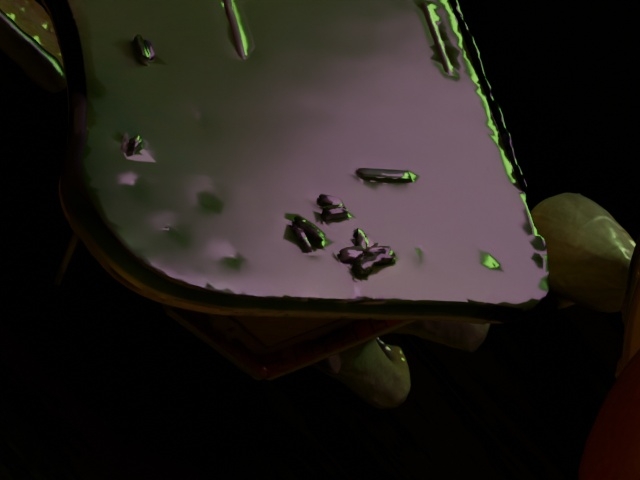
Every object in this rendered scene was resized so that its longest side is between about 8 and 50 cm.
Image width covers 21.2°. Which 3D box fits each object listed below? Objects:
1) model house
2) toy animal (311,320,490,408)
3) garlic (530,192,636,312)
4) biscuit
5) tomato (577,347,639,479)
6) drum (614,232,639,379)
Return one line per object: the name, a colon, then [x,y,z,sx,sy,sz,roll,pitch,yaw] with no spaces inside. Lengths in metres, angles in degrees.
model house: [-0.047,-0.052,0.782,0.207,0.154,0.294,2,53,-25]
toy animal: [0.000,0.000,0.918,0.101,0.103,0.219,11,37,-27]
garlic: [0.240,0.022,1.484,0.128,0.090,0.198,40,-13,-18]
biscuit: [-0.160,-0.115,0.889,0.083,0.018,0.081,44,13,-15]
tomato: [0.260,0.168,0.706,0.341,0.341,0.273,43,18,-14]
drum: [0.433,0.081,1.274,0.431,0.431,0.214,47,16,2]
